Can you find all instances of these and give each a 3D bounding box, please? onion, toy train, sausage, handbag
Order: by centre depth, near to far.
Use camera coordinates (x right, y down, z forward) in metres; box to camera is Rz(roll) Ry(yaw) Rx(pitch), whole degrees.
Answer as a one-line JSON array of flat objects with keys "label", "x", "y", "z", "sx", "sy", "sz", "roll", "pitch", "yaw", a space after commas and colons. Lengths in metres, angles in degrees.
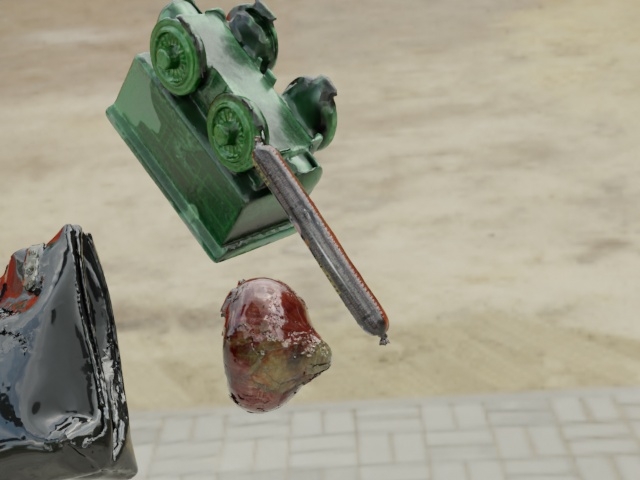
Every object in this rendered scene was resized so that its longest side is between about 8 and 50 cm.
[{"label": "sausage", "x": 0.000, "y": 0.000, "z": 0.937, "sx": 0.025, "sy": 0.198, "sz": 0.028, "roll": -32, "pitch": -3, "yaw": -15}, {"label": "toy train", "x": -0.100, "y": -0.133, "z": 1.276, "sx": 0.145, "sy": 0.202, "sz": 0.266, "roll": -21, "pitch": 65, "yaw": -41}, {"label": "handbag", "x": -0.356, "y": 0.144, "z": 1.276, "sx": 0.342, "sy": 0.288, "sz": 0.152, "roll": -15, "pitch": -27, "yaw": 21}, {"label": "onion", "x": -0.055, "y": 0.137, "z": 1.539, "sx": 0.147, "sy": 0.184, "sz": 0.184, "roll": 5, "pitch": 19, "yaw": 10}]
